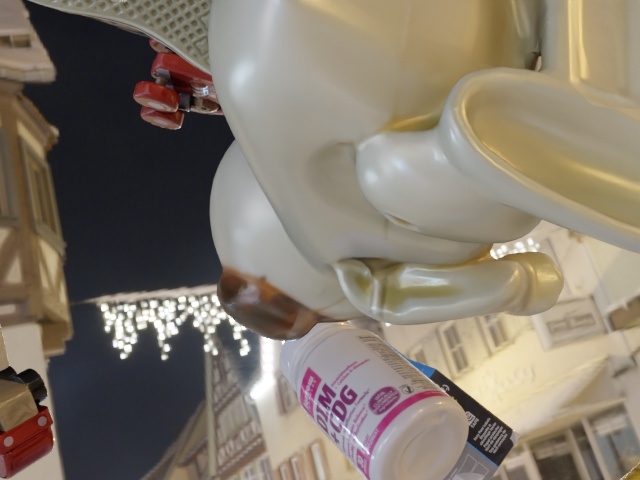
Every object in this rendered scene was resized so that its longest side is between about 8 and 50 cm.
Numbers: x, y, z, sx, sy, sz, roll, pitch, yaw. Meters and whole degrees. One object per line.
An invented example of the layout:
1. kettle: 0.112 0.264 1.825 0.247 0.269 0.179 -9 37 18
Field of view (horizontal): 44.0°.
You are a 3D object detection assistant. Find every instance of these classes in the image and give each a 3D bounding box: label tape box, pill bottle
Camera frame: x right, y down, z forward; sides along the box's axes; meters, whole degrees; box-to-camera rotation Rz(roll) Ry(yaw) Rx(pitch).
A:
1. label tape box: 0.204 0.399 1.649 0.240 0.334 0.106 -51 -5 -13
2. pill bottle: 0.065 0.228 1.153 0.160 0.283 0.160 -16 -59 -28

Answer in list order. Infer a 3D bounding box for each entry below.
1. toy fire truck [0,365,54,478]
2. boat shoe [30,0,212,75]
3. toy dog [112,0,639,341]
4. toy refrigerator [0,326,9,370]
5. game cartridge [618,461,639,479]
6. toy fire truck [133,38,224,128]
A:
1. toy fire truck: -0.517 0.341 1.250 0.217 0.246 0.158 -2 19 42
2. boat shoe: -0.195 -0.347 1.094 0.500 0.156 0.187 17 -66 -5
3. toy dog: 0.031 -0.056 0.610 0.395 0.284 0.408 4 -24 -14
4. toy refrigerator: -0.384 0.009 0.752 0.102 0.094 0.269 -21 -55 -32
5. game cartridge: 0.524 0.268 0.839 0.324 0.285 0.052 -39 -12 -9
6. toy fire truck: -0.277 -0.348 1.826 0.254 0.169 0.302 15 -10 -3
